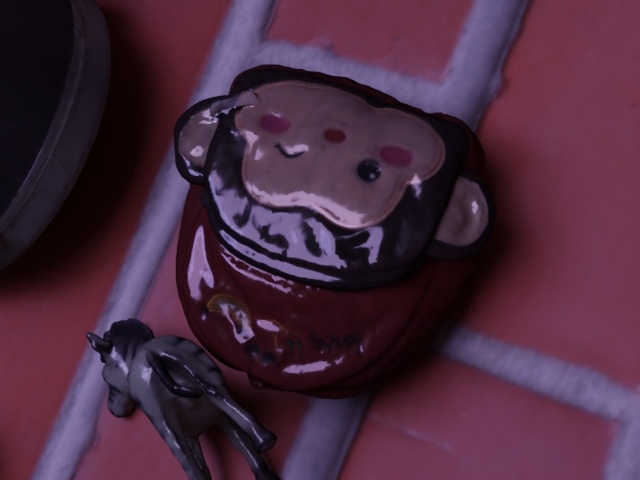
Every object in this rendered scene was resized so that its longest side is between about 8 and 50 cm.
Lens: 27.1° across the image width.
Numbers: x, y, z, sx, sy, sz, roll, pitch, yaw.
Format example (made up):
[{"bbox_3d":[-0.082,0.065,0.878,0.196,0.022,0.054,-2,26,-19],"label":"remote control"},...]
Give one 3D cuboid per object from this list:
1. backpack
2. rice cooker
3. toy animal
[{"bbox_3d":[-0.001,0.000,0.889,0.229,0.139,0.229,-3,75,11],"label":"backpack"},{"bbox_3d":[-0.321,-0.123,1.035,0.288,0.277,0.288,-25,54,40],"label":"rice cooker"},{"bbox_3d":[-0.100,0.106,0.908,0.073,0.217,0.176,-35,77,-14],"label":"toy animal"}]
